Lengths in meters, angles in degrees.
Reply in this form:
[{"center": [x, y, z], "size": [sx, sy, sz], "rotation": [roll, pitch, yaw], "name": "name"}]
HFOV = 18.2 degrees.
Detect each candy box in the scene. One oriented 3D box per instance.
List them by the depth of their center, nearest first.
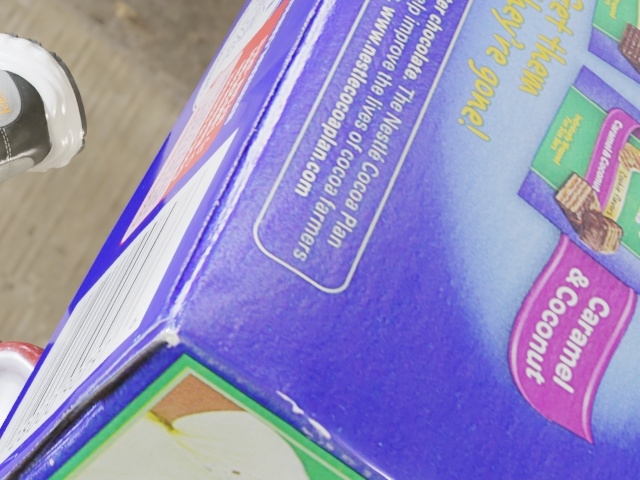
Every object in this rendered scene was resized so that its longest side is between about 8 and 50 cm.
[{"center": [0.107, 0.045, 0.513], "size": [0.317, 0.268, 0.122], "rotation": [35, 136, -10], "name": "candy box"}]

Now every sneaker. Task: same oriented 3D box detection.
[{"center": [-0.274, -0.081, 1.223], "size": [0.271, 0.108, 0.100], "rotation": [7, 117, 36], "name": "sneaker"}]

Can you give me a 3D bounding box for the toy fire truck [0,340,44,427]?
[{"center": [-0.251, 0.120, 0.806], "size": [0.254, 0.302, 0.169], "rotation": [38, 172, 29], "name": "toy fire truck"}]
